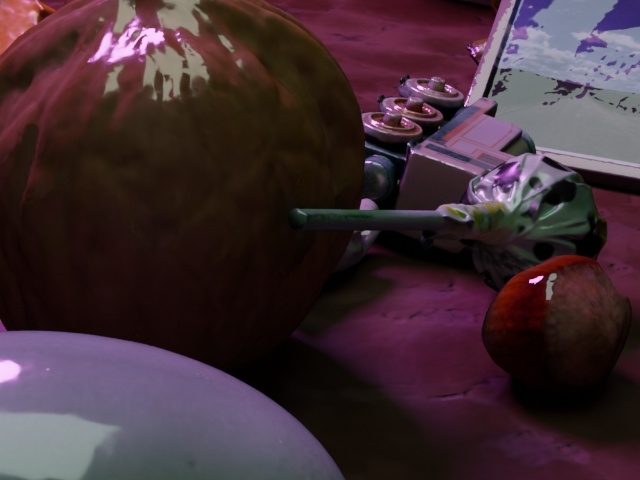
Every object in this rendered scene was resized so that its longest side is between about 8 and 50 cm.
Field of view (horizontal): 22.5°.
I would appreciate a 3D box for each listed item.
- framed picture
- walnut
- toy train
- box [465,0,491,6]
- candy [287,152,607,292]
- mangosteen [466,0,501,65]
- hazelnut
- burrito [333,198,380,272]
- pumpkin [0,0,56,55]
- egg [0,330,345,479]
[{"bbox_3d":[0.223,-0.146,1.269,0.189,0.023,0.260,12,55,16],"label":"framed picture"},{"bbox_3d":[-0.085,-0.036,0.855,0.228,0.228,0.228,4,23,-2],"label":"walnut"},{"bbox_3d":[0.089,-0.053,1.112,0.125,0.080,0.194,22,23,14],"label":"toy train"},{"bbox_3d":[0.191,-0.324,1.569,0.274,0.220,0.091,17,58,24],"label":"box"},{"bbox_3d":[0.072,-0.004,0.893,0.083,0.091,0.305,-22,-10,31],"label":"candy"},{"bbox_3d":[0.235,-0.213,1.421,0.172,0.172,0.184,12,50,17],"label":"mangosteen"},{"bbox_3d":[0.130,0.047,0.893,0.086,0.086,0.086,4,23,-2],"label":"hazelnut"},{"bbox_3d":[-0.003,0.000,1.005,0.074,0.044,0.118,0,14,43],"label":"burrito"},{"bbox_3d":[-0.119,-0.082,1.144,0.254,0.149,0.130,10,-19,23],"label":"pumpkin"},{"bbox_3d":[-0.097,0.115,0.568,0.231,0.168,0.168,1,24,-16],"label":"egg"}]
